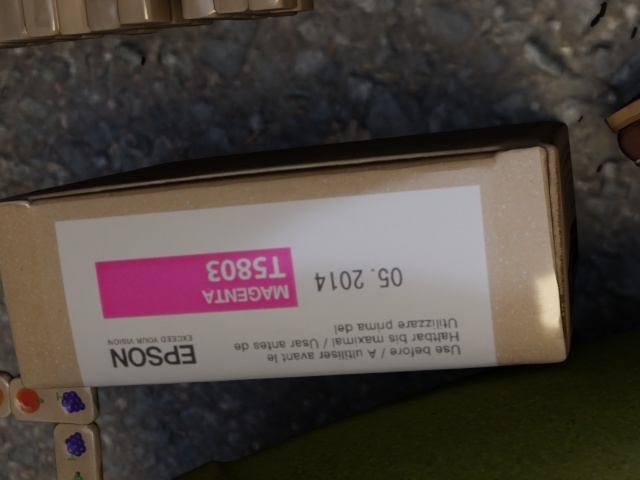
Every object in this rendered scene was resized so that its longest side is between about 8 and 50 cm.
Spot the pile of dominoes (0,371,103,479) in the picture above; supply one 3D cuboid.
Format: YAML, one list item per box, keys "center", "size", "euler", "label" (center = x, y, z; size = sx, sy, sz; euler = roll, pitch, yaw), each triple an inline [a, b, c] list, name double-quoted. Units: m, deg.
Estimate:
- center: [-0.261, 0.182, 0.679]
  size: [0.251, 0.040, 0.195]
  euler: [0, 101, 15]
  label: "pile of dominoes"

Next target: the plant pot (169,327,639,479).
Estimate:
- center: [0.133, 0.189, 0.401]
  size: [0.353, 0.366, 0.366]
  euler: [-27, 94, -10]
  label: "plant pot"

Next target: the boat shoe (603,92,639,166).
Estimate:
- center: [0.239, -0.078, 0.475]
  size: [0.207, 0.073, 0.073]
  euler: [-26, 92, 18]
  label: "boat shoe"

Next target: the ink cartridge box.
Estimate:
- center: [0.000, 0.000, 0.492]
  size: [0.235, 0.193, 0.088]
  euler: [-4, 99, 16]
  label: "ink cartridge box"

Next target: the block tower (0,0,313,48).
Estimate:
- center: [-0.171, -0.149, 0.560]
  size: [0.336, 0.091, 0.097]
  euler: [-1, 100, 16]
  label: "block tower"
